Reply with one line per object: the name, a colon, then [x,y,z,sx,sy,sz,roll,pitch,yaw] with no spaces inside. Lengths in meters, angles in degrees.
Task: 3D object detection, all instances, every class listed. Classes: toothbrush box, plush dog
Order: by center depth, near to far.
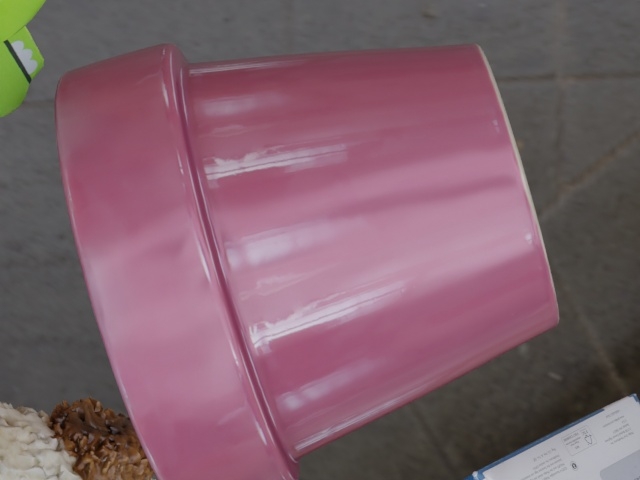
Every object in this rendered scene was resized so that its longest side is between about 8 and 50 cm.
plush dog: [-0.212,0.200,1.257,0.262,0.210,0.225,-10,127,-10]
toothbrush box: [0.129,0.262,1.614,0.216,0.295,0.126,-19,76,-45]

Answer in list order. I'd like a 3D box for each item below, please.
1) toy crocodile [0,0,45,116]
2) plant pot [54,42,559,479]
toy crocodile: [-0.185,-0.146,0.746,0.105,0.115,0.340,-38,156,-9]
plant pot: [0.000,0.000,0.861,0.180,0.201,0.201,-15,107,3]
